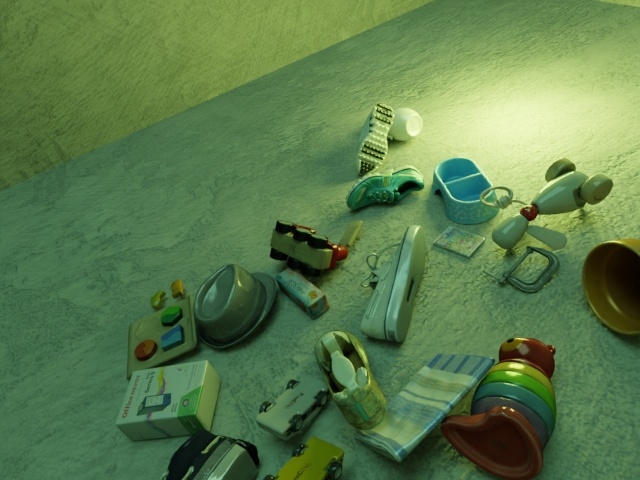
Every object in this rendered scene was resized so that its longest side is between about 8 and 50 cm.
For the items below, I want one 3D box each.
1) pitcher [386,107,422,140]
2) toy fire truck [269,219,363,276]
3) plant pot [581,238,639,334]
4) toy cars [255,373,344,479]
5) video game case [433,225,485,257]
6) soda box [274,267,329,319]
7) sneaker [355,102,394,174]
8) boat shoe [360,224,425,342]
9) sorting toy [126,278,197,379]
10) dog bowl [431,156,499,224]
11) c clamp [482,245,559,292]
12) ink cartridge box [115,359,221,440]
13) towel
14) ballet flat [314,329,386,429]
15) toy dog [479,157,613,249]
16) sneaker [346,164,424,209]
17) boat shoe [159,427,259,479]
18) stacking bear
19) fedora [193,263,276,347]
[{"bbox_3d":[0.285,-0.441,1.973,0.177,0.125,0.207,-54,36,-9],"label":"pitcher"},{"bbox_3d":[0.000,0.000,1.549,0.217,0.158,0.247,23,16,39],"label":"toy fire truck"},{"bbox_3d":[0.730,0.088,1.102,0.188,0.205,0.205,-9,37,-14],"label":"plant pot"},{"bbox_3d":[-0.046,0.431,1.043,0.177,0.087,0.393,-4,22,-5],"label":"toy cars"},{"bbox_3d":[0.405,0.003,1.463,0.122,0.011,0.087,25,55,41],"label":"video game case"},{"bbox_3d":[-0.054,0.149,1.436,0.063,0.058,0.183,-34,40,-19],"label":"soda box"},{"bbox_3d":[0.193,-0.375,1.900,0.118,0.110,0.291,-16,52,65],"label":"sneaker"},{"bbox_3d":[0.181,0.105,1.352,0.157,0.135,0.366,1,52,27],"label":"boat shoe"},{"bbox_3d":[-0.478,0.243,1.482,0.229,0.041,0.307,-28,39,2],"label":"sorting toy"},{"bbox_3d":[0.457,-0.169,1.599,0.166,0.074,0.297,-16,39,3],"label":"dog bowl"},{"bbox_3d":[0.531,0.068,1.303,0.161,0.022,0.137,-38,53,-12],"label":"c clamp"},{"bbox_3d":[-0.374,0.398,1.241,0.213,0.093,0.154,-11,40,12],"label":"ink cartridge box"},{"bbox_3d":[0.209,0.331,1.033,0.285,0.034,0.209,-37,2,-19],"label":"towel"},{"bbox_3d":[0.048,0.278,1.138,0.123,0.123,0.348,-23,26,-5],"label":"ballet flat"},{"bbox_3d":[0.634,-0.081,1.397,0.334,0.161,0.220,-23,45,15],"label":"toy dog"},{"bbox_3d":[0.217,-0.171,1.681,0.276,0.107,0.109,-22,48,-4],"label":"sneaker"},{"bbox_3d":[-0.284,0.544,1.023,0.158,0.127,0.340,7,37,38],"label":"boat shoe"},{"bbox_3d":[0.389,0.305,0.997,0.175,0.164,0.289,-35,8,46],"label":"stacking bear"},{"bbox_3d":[-0.262,0.163,1.422,0.244,0.124,0.275,2,50,33],"label":"fedora"}]
